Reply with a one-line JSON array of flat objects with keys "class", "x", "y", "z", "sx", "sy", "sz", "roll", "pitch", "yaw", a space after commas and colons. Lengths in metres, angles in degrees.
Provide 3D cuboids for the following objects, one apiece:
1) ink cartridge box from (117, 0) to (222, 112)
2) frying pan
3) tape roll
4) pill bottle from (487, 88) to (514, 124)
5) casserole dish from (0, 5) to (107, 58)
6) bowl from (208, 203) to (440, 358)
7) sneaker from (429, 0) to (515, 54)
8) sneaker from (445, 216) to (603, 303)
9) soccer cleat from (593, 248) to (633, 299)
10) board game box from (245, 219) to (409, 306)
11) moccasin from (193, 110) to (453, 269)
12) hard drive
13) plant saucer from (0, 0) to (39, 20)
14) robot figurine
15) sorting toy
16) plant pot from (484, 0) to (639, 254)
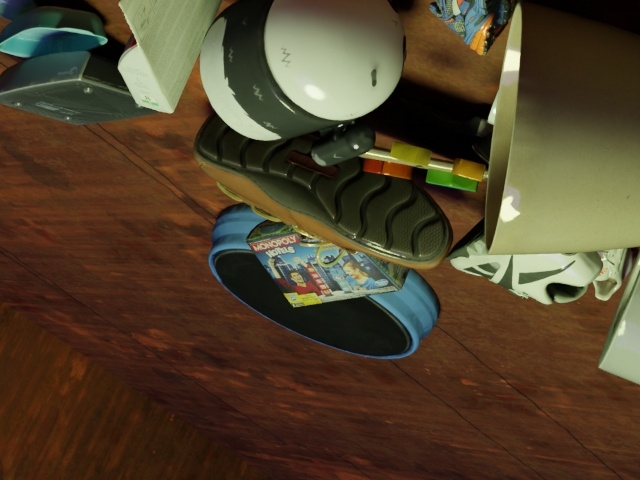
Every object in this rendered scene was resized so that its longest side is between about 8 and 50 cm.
[{"class": "ink cartridge box", "x": -0.177, "y": -0.273, "z": 1.815, "sx": 0.056, "sy": 0.181, "sz": 0.225, "roll": 14, "pitch": 158, "yaw": 19}, {"class": "frying pan", "x": 0.238, "y": -0.107, "z": 1.932, "sx": 0.197, "sy": 0.053, "sz": 0.326, "roll": 13, "pitch": -161, "yaw": -36}, {"class": "tape roll", "x": 0.398, "y": 0.061, "z": 1.936, "sx": 0.072, "sy": 0.219, "sz": 0.219, "roll": 21, "pitch": 160, "yaw": 7}, {"class": "pill bottle", "x": 0.258, "y": -0.135, "z": 1.809, "sx": 0.137, "sy": 0.078, "sz": 0.078, "roll": 22, "pitch": 160, "yaw": 8}, {"class": "casserole dish", "x": -0.355, "y": -0.275, "z": 2.183, "sx": 0.114, "sy": 0.037, "sz": 0.188, "roll": 5, "pitch": 173, "yaw": -31}, {"class": "bowl", "x": -0.002, "y": 0.074, "z": 2.649, "sx": 0.391, "sy": 0.077, "sz": 0.391, "roll": 22, "pitch": 160, "yaw": 8}, {"class": "sneaker", "x": 0.144, "y": -0.261, "z": 1.628, "sx": 0.087, "sy": 0.083, "sz": 0.221, "roll": 28, "pitch": 158, "yaw": 12}, {"class": "sneaker", "x": 0.256, "y": 0.024, "z": 2.049, "sx": 0.146, "sy": 0.122, "sz": 0.330, "roll": 46, "pitch": 174, "yaw": -4}, {"class": "soccer cleat", "x": 0.353, "y": 0.007, "z": 2.062, "sx": 0.068, "sy": 0.076, "sz": 0.196, "roll": 14, "pitch": 157, "yaw": 28}, {"class": "board game box", "x": 0.000, "y": 0.000, "z": 2.386, "sx": 0.194, "sy": 0.060, "sz": 0.194, "roll": -10, "pitch": 129, "yaw": 33}, {"class": "moccasin", "x": 0.004, "y": -0.053, "z": 2.224, "sx": 0.380, "sy": 0.139, "sz": 0.147, "roll": 18, "pitch": 160, "yaw": 19}, {"class": "hard drive", "x": -0.332, "y": -0.208, "z": 2.278, "sx": 0.172, "sy": 0.054, "sz": 0.254, "roll": 14, "pitch": 169, "yaw": -38}, {"class": "plant saucer", "x": -0.421, "y": -0.330, "z": 2.188, "sx": 0.119, "sy": 0.021, "sz": 0.119, "roll": 21, "pitch": 160, "yaw": 8}, {"class": "robot figurine", "x": -0.023, "y": -0.204, "z": 1.833, "sx": 0.209, "sy": 0.174, "sz": 0.278, "roll": 30, "pitch": 160, "yaw": -25}, {"class": "sorting toy", "x": 0.116, "y": -0.086, "z": 1.956, "sx": 0.229, "sy": 0.041, "sz": 0.307, "roll": 15, "pitch": -177, "yaw": 4}, {"class": "plant pot", "x": 0.317, "y": -0.098, "z": 1.651, "sx": 0.274, "sy": 0.257, "sz": 0.256, "roll": 6, "pitch": 159, "yaw": 1}]
